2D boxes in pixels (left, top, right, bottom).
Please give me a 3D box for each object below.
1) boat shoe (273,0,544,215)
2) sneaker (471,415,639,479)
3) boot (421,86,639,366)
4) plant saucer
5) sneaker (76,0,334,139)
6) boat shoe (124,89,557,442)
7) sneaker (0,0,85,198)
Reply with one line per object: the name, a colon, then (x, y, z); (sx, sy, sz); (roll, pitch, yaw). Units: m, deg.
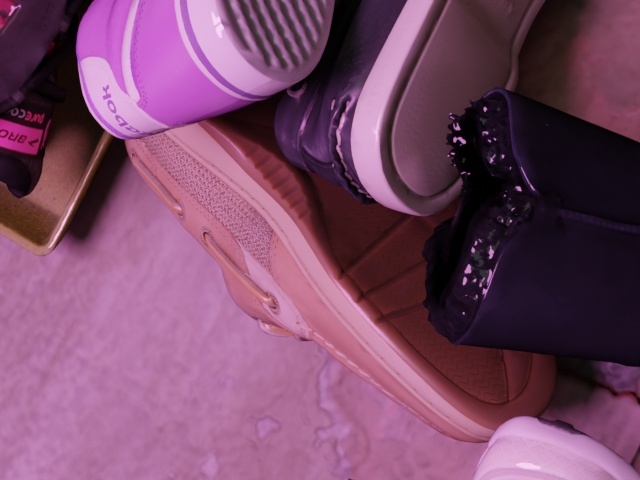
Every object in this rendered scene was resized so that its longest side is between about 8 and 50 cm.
boat shoe: (0.079, -0.168, 0.646); (0.113, 0.127, 0.340); (11, 69, 43)
sneaker: (0.097, 0.225, 0.528); (0.110, 0.118, 0.292); (12, 112, 28)
boot: (0.149, 0.058, 0.553); (0.207, 0.094, 0.246); (9, 76, -17)
plant saucer: (-0.208, -0.106, 0.797); (0.188, 0.045, 0.188); (28, 92, 23)
sneaker: (-0.056, -0.177, 0.620); (0.161, 0.102, 0.282); (-20, 40, 45)
boat shoe: (0.000, 0.000, 0.675); (0.341, 0.122, 0.110); (48, 137, 25)
sneaker: (-0.205, -0.141, 0.699); (0.483, 0.185, 0.202); (-42, 78, 19)
